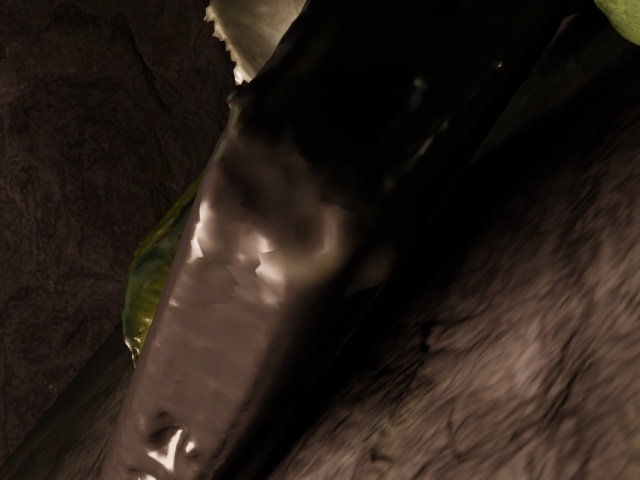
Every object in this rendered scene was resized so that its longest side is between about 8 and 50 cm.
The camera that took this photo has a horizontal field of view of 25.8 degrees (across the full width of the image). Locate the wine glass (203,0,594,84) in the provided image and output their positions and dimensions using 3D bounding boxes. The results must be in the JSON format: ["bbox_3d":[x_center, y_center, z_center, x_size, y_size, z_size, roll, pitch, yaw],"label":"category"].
[{"bbox_3d":[0.088,-0.218,0.920,0.323,0.238,0.238,-40,10,37],"label":"wine glass"}]

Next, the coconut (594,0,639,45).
[{"bbox_3d":[0.145,-0.109,0.512,0.088,0.096,0.088,-177,90,-87],"label":"coconut"}]

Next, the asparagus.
[{"bbox_3d":[-0.101,-0.015,1.444,0.382,0.128,0.108,-53,-29,-24],"label":"asparagus"}]

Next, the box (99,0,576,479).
[{"bbox_3d":[0.023,-0.039,0.669,0.359,0.091,0.350,-54,-5,-33],"label":"box"}]
